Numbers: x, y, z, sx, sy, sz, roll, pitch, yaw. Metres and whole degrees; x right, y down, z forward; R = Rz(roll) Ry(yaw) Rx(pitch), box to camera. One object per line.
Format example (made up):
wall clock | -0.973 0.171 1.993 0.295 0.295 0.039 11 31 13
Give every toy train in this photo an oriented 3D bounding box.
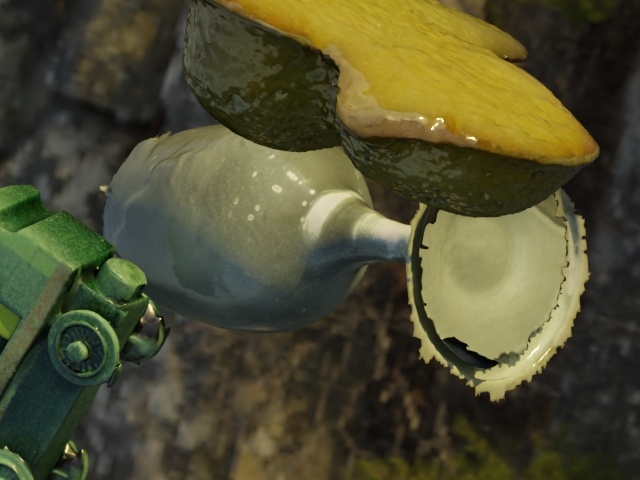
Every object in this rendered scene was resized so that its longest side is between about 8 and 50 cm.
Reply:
toy train | -0.183 0.077 1.156 0.132 0.083 0.200 36 109 9

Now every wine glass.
wine glass | 0.000 0.000 1.132 0.321 0.143 0.143 9 84 48

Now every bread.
bread | 0.029 -0.049 0.680 0.149 0.188 0.065 28 106 15
